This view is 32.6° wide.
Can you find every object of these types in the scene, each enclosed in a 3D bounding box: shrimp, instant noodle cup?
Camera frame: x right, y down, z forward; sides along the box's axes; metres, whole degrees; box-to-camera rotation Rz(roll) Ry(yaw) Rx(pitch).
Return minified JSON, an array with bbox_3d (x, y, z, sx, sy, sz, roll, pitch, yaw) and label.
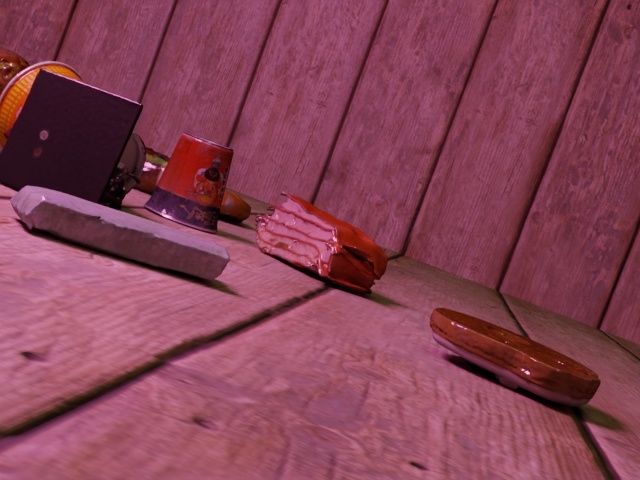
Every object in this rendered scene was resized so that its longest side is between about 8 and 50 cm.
[{"bbox_3d":[-0.343,-0.139,2.139,0.445,0.085,0.272,23,-2,-9],"label":"shrimp"},{"bbox_3d":[-0.349,-0.143,1.557,0.185,0.168,0.168,35,11,33],"label":"instant noodle cup"},{"bbox_3d":[-0.200,-0.095,1.738,0.127,0.135,0.127,20,4,-2],"label":"instant noodle cup"}]

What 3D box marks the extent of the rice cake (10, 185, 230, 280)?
[{"bbox_3d":[-0.197,-0.006,1.107,0.226,0.040,0.085,19,3,-29],"label":"rice cake"}]

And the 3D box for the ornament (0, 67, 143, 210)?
[{"bbox_3d":[-0.290,-0.102,1.402,0.166,0.153,0.196,22,-6,18],"label":"ornament"}]

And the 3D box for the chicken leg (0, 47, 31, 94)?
[{"bbox_3d":[-0.496,-0.204,1.726,0.211,0.140,0.361,49,-16,-4],"label":"chicken leg"}]

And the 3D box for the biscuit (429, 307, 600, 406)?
[{"bbox_3d":[0.219,0.136,1.259,0.208,0.049,0.181,22,4,23],"label":"biscuit"}]

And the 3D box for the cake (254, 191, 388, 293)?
[{"bbox_3d":[-0.003,0.006,1.701,0.135,0.098,0.287,16,10,-41],"label":"cake"}]
